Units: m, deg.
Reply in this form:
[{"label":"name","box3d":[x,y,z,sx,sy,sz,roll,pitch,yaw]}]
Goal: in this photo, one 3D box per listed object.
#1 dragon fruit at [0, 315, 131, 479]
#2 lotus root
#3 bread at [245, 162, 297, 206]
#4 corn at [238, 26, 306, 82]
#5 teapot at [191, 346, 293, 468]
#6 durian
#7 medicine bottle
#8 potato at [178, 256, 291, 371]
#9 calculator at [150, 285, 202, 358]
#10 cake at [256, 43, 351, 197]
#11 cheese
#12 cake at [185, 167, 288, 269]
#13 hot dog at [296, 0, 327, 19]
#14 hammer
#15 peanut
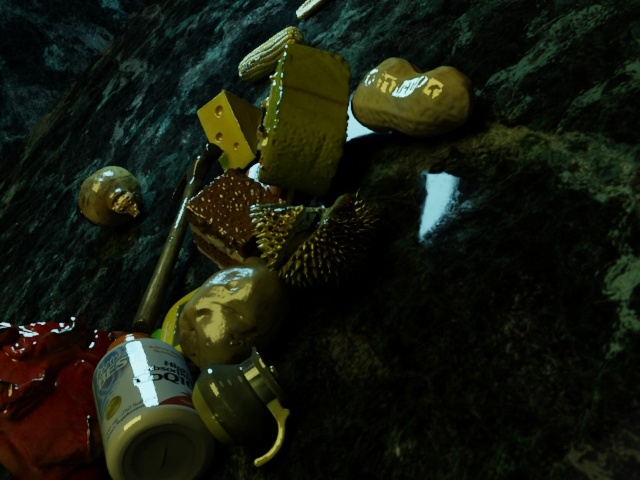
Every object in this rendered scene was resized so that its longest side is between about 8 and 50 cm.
[{"label":"dragon fruit","box3d":[-0.458,0.248,1.386,0.228,0.329,0.286,-37,31,8]},{"label":"lotus root","box3d":[-0.523,-0.105,2.023,0.154,0.140,0.257,-53,24,-17]},{"label":"bread","box3d":[-0.087,-0.100,1.526,0.119,0.067,0.192,-8,50,38]},{"label":"corn","box3d":[-0.117,-0.430,1.926,0.203,0.072,0.072,-24,39,38]},{"label":"teapot","box3d":[-0.100,0.232,1.149,0.119,0.130,0.165,-34,64,-3]},{"label":"durian","box3d":[0.000,0.000,1.252,0.194,0.137,0.237,-1,10,37]},{"label":"medicine bottle","box3d":[-0.271,0.254,1.288,0.157,0.157,0.288,-48,31,3]},{"label":"potato","box3d":[-0.132,0.120,1.286,0.155,0.137,0.200,31,82,31]},{"label":"calculator","box3d":[-0.224,0.144,1.471,0.235,0.032,0.146,-32,35,25]},{"label":"cake","box3d":[-0.032,-0.206,1.435,0.179,0.156,0.260,120,161,-51]},{"label":"cheese","box3d":[-0.182,-0.218,1.781,0.093,0.126,0.171,-34,55,27]},{"label":"cake","box3d":[-0.138,-0.020,1.387,0.135,0.147,0.134,37,58,18]},{"label":"hot dog","box3d":[-0.001,-0.580,1.977,0.137,0.028,0.044,-35,60,27]},{"label":"hammer","box3d":[-0.295,-0.004,1.662,0.168,0.044,0.439,-44,25,44]},{"label":"peanut","box3d":[0.147,-0.230,1.319,0.275,0.111,0.125,16,109,54]}]
